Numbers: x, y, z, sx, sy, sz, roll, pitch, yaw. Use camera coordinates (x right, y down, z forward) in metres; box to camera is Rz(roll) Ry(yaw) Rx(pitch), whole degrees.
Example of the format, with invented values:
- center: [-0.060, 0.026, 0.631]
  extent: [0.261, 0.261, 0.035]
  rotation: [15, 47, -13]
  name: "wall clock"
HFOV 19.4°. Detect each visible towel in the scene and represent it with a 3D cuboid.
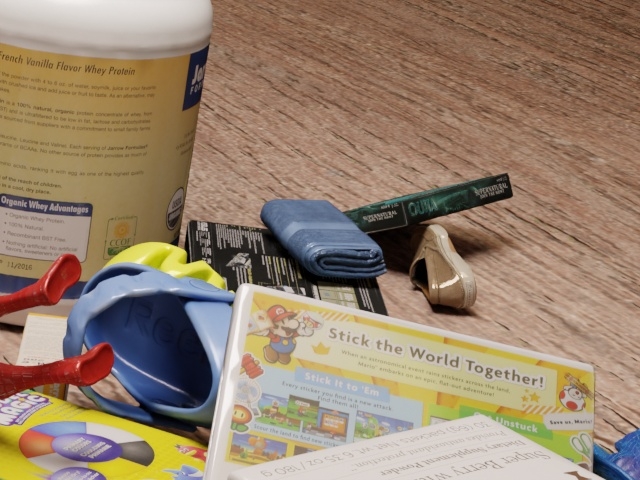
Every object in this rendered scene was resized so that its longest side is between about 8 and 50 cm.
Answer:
- center: [0.000, 0.000, 1.441]
  extent: [0.067, 0.029, 0.119]
  rotation: [3, 20, -22]
  name: "towel"

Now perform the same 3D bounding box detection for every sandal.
- center: [-0.040, 0.095, 1.194]
  extent: [0.317, 0.126, 0.138]
  rotation: [16, 9, 22]
  name: "sandal"

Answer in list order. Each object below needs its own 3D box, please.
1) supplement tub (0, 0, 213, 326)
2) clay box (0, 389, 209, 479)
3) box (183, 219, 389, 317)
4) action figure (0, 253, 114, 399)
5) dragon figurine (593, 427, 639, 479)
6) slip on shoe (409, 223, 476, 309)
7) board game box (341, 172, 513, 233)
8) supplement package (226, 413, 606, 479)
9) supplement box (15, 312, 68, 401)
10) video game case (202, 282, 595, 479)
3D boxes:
- center: [-0.207, -0.113, 1.471]
  extent: [0.228, 0.316, 0.228]
  rotation: [9, 19, -3]
  name: "supplement tub"
- center: [-0.154, 0.146, 1.131]
  extent: [0.222, 0.053, 0.127]
  rotation: [15, 18, 18]
  name: "clay box"
- center: [-0.033, 0.054, 1.434]
  extent: [0.147, 0.077, 0.180]
  rotation: [6, 18, -8]
  name: "box"
- center: [-0.252, 0.063, 1.179]
  extent: [0.280, 0.091, 0.139]
  rotation: [-12, 14, 22]
  name: "action figure"
- center: [0.195, 0.171, 1.166]
  extent: [0.144, 0.085, 0.289]
  rotation: [-9, 26, -45]
  name: "dragon figurine"
- center: [0.097, 0.024, 1.653]
  extent: [0.041, 0.051, 0.135]
  rotation: [-8, 27, -13]
  name: "slip on shoe"
- center: [0.079, -0.029, 1.750]
  extent: [0.126, 0.026, 0.186]
  rotation: [-11, 2, 37]
  name: "board game box"
- center: [0.104, 0.219, 0.819]
  extent: [0.177, 0.175, 0.293]
  rotation: [-7, 24, -43]
  name: "supplement package"
- center: [-0.187, 0.095, 1.260]
  extent: [0.036, 0.062, 0.098]
  rotation: [7, 17, -6]
  name: "supplement box"
- center: [0.047, 0.137, 1.080]
  extent: [0.227, 0.026, 0.206]
  rotation: [13, 52, -7]
  name: "video game case"
